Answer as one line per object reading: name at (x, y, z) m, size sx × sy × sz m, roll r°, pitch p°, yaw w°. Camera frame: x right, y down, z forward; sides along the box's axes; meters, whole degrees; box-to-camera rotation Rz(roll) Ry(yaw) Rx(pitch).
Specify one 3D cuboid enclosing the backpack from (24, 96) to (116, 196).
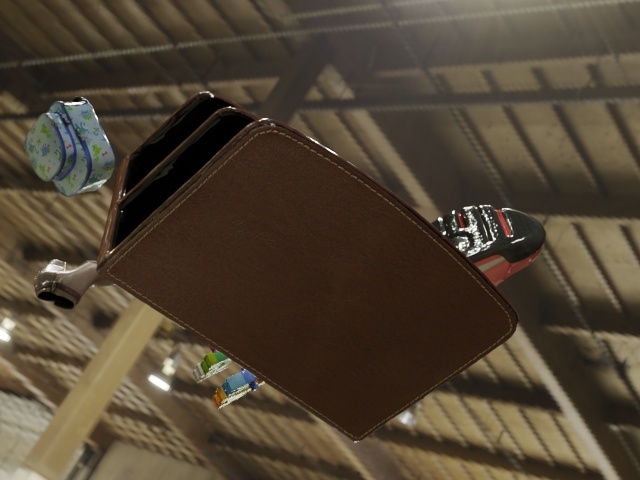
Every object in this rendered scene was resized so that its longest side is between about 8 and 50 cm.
backpack at (-0.338, -0.119, 1.435) m, size 0.105 × 0.084 × 0.114 m, roll -40°, pitch -103°, yaw 41°

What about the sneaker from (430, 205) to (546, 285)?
sneaker at (0.135, 0.070, 1.265) m, size 0.314 × 0.116 × 0.136 m, roll -28°, pitch -62°, yaw 20°

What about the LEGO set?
LEGO set at (-0.114, 0.183, 1.552) m, size 0.087 × 0.093 × 0.227 m, roll 62°, pitch -21°, yaw 11°

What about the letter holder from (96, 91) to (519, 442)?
letter holder at (0.000, 0.000, 0.921) m, size 0.302 × 0.152 × 0.214 m, roll 37°, pitch -60°, yaw -27°

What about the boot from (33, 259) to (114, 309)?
boot at (-0.346, 0.066, 1.514) m, size 0.118 × 0.087 × 0.042 m, roll 10°, pitch -58°, yaw -11°
